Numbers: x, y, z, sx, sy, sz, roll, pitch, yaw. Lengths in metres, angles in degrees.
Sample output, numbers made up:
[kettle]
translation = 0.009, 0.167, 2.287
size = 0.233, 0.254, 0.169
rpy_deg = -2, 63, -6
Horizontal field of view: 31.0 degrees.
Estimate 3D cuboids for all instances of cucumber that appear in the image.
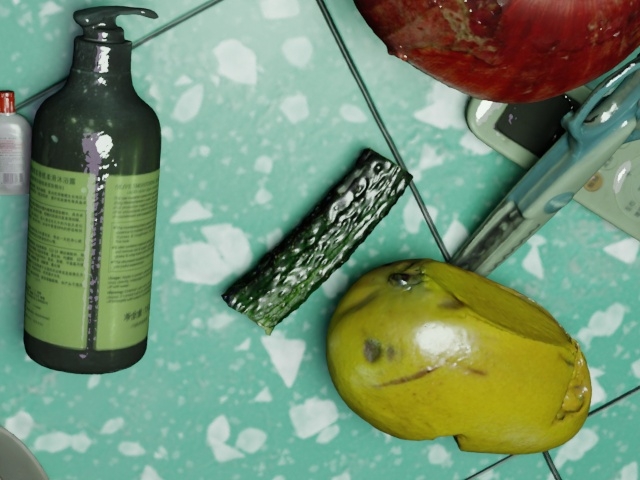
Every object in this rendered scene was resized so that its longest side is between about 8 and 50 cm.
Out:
[cucumber]
translation = 0.000, 0.000, 0.971
size = 0.058, 0.058, 0.187
rpy_deg = 43, 97, -17

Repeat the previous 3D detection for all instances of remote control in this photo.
[remote control]
translation = 0.262, -0.060, 1.002
size = 0.309, 0.038, 0.090
rpy_deg = 31, 99, -15

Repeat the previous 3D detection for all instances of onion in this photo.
[onion]
translation = 0.143, -0.237, 0.822
size = 0.276, 0.276, 0.276
rpy_deg = -2, 106, -8

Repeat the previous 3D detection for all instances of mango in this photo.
[mango]
translation = 0.124, 0.109, 0.979
size = 0.261, 0.130, 0.167
rpy_deg = 20, 130, -21

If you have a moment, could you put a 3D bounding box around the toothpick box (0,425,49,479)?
[toothpick box]
translation = -0.309, 0.236, 0.968
size = 0.149, 0.098, 0.098
rpy_deg = -36, 108, 2

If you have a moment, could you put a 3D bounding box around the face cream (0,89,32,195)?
[face cream]
translation = -0.250, -0.078, 0.926
size = 0.040, 0.021, 0.083
rpy_deg = 0, 106, -9

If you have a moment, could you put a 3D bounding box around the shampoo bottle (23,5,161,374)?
[shampoo bottle]
translation = -0.177, -0.041, 0.907
size = 0.101, 0.101, 0.284
rpy_deg = 3, 105, -10

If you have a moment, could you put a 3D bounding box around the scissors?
[scissors]
translation = 0.192, -0.050, 0.937
size = 0.138, 0.041, 0.289
rpy_deg = -7, 147, -47
